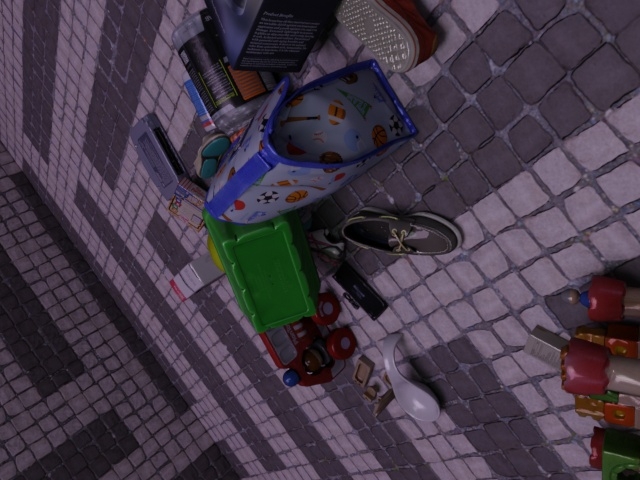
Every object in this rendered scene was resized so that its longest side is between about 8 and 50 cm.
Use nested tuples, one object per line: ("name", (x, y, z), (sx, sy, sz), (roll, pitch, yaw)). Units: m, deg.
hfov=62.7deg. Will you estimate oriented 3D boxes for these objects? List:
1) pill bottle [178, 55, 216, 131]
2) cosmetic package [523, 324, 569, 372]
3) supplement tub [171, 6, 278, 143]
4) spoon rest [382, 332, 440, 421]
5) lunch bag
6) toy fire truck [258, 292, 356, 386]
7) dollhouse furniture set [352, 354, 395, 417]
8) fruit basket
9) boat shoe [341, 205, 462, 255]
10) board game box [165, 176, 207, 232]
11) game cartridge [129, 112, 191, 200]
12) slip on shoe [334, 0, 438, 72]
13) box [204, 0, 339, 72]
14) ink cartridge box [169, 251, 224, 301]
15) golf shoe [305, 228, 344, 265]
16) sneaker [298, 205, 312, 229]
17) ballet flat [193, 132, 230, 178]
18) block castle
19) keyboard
("pill bottle", (-0.311, -0.429, 1.472), (0.124, 0.124, 0.221), (-6, 112, 49))
("cosmetic package", (0.506, 0.240, 1.134), (0.115, 0.041, 0.060), (30, 135, 30))
("supplement tub", (-0.223, -0.411, 1.333), (0.193, 0.193, 0.316), (-15, 104, 51))
("spoon rest", (0.247, 0.402, 1.492), (0.137, 0.084, 0.276), (-18, 102, 46))
("lunch bag", (-0.047, -0.197, 1.141), (0.239, 0.385, 0.328), (57, 143, -1))
("toy fire truck", (-0.051, 0.310, 1.611), (0.169, 0.254, 0.302), (-13, 106, 51))
("dollhouse furniture set", (0.142, 0.455, 1.611), (0.151, 0.123, 0.144), (35, 137, 25))
("fruit basket", (-0.174, 0.027, 1.455), (0.392, 0.283, 0.392), (162, 90, -86))
("boat shoe", (0.186, -0.012, 1.258), (0.305, 0.091, 0.109), (13, 125, 42))
("board game box", (-0.460, -0.123, 1.873), (0.147, 0.045, 0.193), (36, 143, -9))
("game cartridge", (-0.591, -0.298, 1.927), (0.196, 0.060, 0.294), (-18, 102, 48))
("slip on shoe", (0.110, -0.457, 1.026), (0.331, 0.101, 0.123), (56, 150, 22))
("box", (-0.105, -0.554, 1.056), (0.294, 0.182, 0.296), (-46, 61, 50))
("ink cartridge box", (-0.436, 0.121, 1.958), (0.100, 0.172, 0.237), (56, 142, 0))
("golf shoe", (0.000, 0.000, 1.504), (0.186, 0.067, 0.086), (32, 101, 38))
("sneaker", (-0.086, -0.092, 1.535), (0.166, 0.065, 0.076), (51, 158, 12))
("ballet flat", (-0.351, -0.287, 1.661), (0.086, 0.086, 0.248), (53, 143, 5))
("block castle", (0.519, 0.313, 0.935), (0.213, 0.303, 0.453), (4, 118, 35))
("keyboard", (0.109, 0.151, 1.517), (0.180, 0.023, 0.108), (47, 135, 14))
